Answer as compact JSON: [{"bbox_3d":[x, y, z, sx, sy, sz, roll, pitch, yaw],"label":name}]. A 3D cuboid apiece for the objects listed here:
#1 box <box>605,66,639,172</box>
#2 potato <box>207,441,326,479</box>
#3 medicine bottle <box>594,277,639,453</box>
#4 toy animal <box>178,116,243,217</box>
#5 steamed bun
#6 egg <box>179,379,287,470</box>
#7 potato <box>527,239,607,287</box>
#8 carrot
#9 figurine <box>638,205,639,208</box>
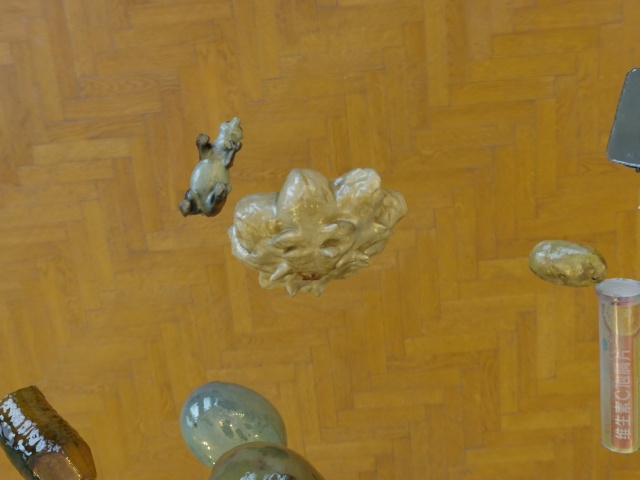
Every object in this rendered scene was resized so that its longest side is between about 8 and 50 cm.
[{"bbox_3d":[0.357,-0.126,0.649,0.084,0.069,0.123,22,111,42],"label":"box"},{"bbox_3d":[-0.040,0.356,0.695,0.164,0.165,0.263,-30,73,10],"label":"potato"},{"bbox_3d":[0.725,0.307,1.481,0.108,0.108,0.427,-9,107,5],"label":"medicine bottle"},{"bbox_3d":[-0.216,-0.149,1.269,0.093,0.121,0.225,15,90,-4],"label":"toy animal"},{"bbox_3d":[0.000,0.000,0.975,0.295,0.292,0.137,-7,62,-4],"label":"steamed bun"},{"bbox_3d":[-0.166,0.371,1.201,0.236,0.169,0.169,38,104,-25],"label":"egg"},{"bbox_3d":[0.556,0.054,1.387,0.170,0.080,0.107,18,115,34],"label":"potato"},{"bbox_3d":[-0.351,0.251,0.771,0.173,0.082,0.082,40,104,19],"label":"carrot"},{"bbox_3d":[0.675,-0.044,1.159,0.146,0.098,0.081,16,71,23],"label":"figurine"}]
